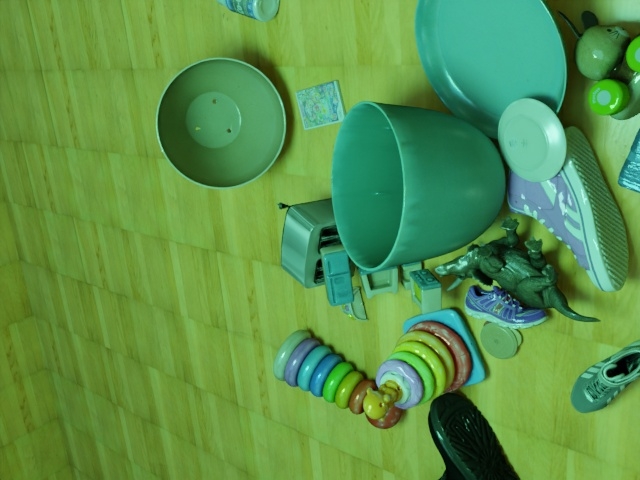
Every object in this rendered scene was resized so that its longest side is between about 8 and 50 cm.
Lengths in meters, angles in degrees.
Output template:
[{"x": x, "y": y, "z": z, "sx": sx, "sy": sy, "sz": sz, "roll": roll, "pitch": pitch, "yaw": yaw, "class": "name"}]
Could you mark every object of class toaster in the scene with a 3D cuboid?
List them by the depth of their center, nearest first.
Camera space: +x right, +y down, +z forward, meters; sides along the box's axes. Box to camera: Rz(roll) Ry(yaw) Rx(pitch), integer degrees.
[{"x": 0.000, "y": 0.000, "z": 1.478, "sx": 0.110, "sy": 0.185, "sz": 0.168, "roll": 39, "pitch": 131, "yaw": 45, "class": "toaster"}]

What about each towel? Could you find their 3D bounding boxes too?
[{"x": 0.523, "y": -0.132, "z": 1.066, "sx": 0.067, "sy": 0.029, "sz": 0.120, "roll": 30, "pitch": 126, "yaw": 29, "class": "towel"}]

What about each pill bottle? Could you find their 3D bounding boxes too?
[{"x": -0.163, "y": -0.534, "z": 1.476, "sx": 0.137, "sy": 0.078, "sz": 0.078, "roll": 28, "pitch": 125, "yaw": 31, "class": "pill bottle"}]

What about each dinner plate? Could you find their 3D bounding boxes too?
[{"x": 0.342, "y": -0.162, "z": 1.108, "sx": 0.141, "sy": 0.017, "sz": 0.141, "roll": 41, "pitch": 142, "yaw": 44, "class": "dinner plate"}]

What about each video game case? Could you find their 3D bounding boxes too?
[{"x": 0.001, "y": -0.295, "z": 1.477, "sx": 0.122, "sy": 0.011, "sz": 0.087, "roll": -4, "pitch": 104, "yaw": 43, "class": "video game case"}]

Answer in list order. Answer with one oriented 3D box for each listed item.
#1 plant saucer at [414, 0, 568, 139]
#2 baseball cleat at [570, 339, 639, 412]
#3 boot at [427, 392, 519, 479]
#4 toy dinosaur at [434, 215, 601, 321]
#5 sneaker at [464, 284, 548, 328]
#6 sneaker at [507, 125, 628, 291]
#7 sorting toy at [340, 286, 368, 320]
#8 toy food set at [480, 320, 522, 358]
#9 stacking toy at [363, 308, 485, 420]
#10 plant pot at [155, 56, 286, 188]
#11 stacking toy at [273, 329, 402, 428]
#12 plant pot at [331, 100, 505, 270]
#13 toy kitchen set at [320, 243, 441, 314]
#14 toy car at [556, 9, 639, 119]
[{"x": 0.285, "y": -0.317, "z": 1.124, "sx": 0.317, "sy": 0.043, "sz": 0.318, "roll": 43, "pitch": 155, "yaw": 26, "class": "plant saucer"}, {"x": 0.501, "y": 0.244, "z": 1.190, "sx": 0.072, "sy": 0.109, "sz": 0.206, "roll": 54, "pitch": 130, "yaw": 29, "class": "baseball cleat"}, {"x": 0.280, "y": 0.523, "z": 1.491, "sx": 0.260, "sy": 0.131, "sz": 0.348, "roll": -34, "pitch": 84, "yaw": 44, "class": "boot"}, {"x": 0.367, "y": 0.058, "z": 1.227, "sx": 0.313, "sy": 0.121, "sz": 0.160, "roll": 23, "pitch": 160, "yaw": 27, "class": "toy dinosaur"}, {"x": 0.355, "y": 0.125, "z": 1.303, "sx": 0.169, "sy": 0.068, "sz": 0.071, "roll": 12, "pitch": 108, "yaw": 38, "class": "sneaker"}, {"x": 0.417, "y": -0.038, "z": 1.162, "sx": 0.161, "sy": 0.102, "sz": 0.282, "roll": -24, "pitch": 81, "yaw": 49, "class": "sneaker"}, {"x": 0.068, "y": 0.153, "z": 1.595, "sx": 0.075, "sy": 0.044, "sz": 0.083, "roll": 4, "pitch": 112, "yaw": 61, "class": "sorting toy"}, {"x": 0.360, "y": 0.200, "z": 1.359, "sx": 0.082, "sy": 0.020, "sz": 0.083, "roll": 34, "pitch": 128, "yaw": 27, "class": "toy food set"}, {"x": 0.180, "y": 0.276, "z": 1.355, "sx": 0.165, "sy": 0.301, "sz": 0.175, "roll": -24, "pitch": 92, "yaw": 45, "class": "stacking toy"}, {"x": -0.237, "y": -0.271, "z": 1.554, "sx": 0.191, "sy": 0.284, "sz": 0.284, "roll": -141, "pitch": 39, "yaw": -71, "class": "plant pot"}, {"x": 0.050, "y": 0.352, "z": 1.639, "sx": 0.330, "sy": 0.141, "sz": 0.141, "roll": 28, "pitch": 124, "yaw": 24, "class": "stacking toy"}, {"x": 0.182, "y": -0.099, "z": 1.204, "sx": 0.293, "sy": 0.235, "sz": 0.293, "roll": 176, "pitch": 90, "yaw": -69, "class": "plant pot"}, {"x": 0.121, "y": 0.079, "z": 1.368, "sx": 0.166, "sy": 0.207, "sz": 0.122, "roll": -119, "pitch": 18, "yaw": -68, "class": "toy kitchen set"}, {"x": 0.440, "y": -0.289, "z": 1.002, "sx": 0.188, "sy": 0.155, "sz": 0.149, "roll": 57, "pitch": 136, "yaw": 25, "class": "toy car"}]
